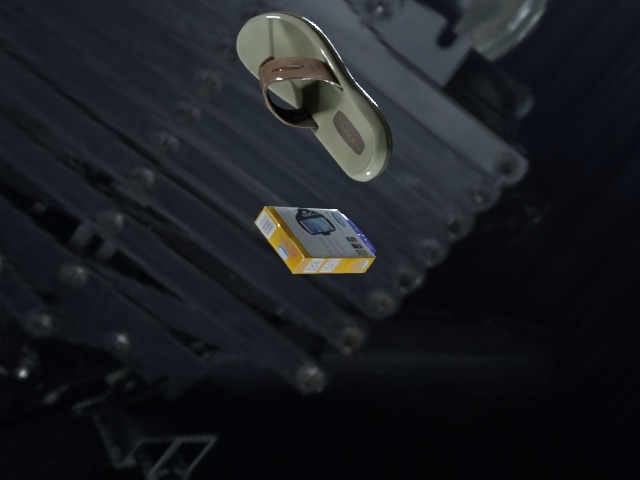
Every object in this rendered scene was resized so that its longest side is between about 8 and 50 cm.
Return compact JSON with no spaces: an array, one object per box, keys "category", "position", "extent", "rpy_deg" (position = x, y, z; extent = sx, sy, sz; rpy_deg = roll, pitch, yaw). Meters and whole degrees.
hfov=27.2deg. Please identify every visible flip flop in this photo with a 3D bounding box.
[{"category":"flip flop","position":[-0.020,-0.173,1.572],"extent":[0.080,0.112,0.277],"rpy_deg":[-14,-126,-37]}]

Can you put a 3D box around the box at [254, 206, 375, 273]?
[{"category":"box","position":[0.000,0.000,1.450],"extent":[0.136,0.028,0.081],"rpy_deg":[4,-139,-50]}]
